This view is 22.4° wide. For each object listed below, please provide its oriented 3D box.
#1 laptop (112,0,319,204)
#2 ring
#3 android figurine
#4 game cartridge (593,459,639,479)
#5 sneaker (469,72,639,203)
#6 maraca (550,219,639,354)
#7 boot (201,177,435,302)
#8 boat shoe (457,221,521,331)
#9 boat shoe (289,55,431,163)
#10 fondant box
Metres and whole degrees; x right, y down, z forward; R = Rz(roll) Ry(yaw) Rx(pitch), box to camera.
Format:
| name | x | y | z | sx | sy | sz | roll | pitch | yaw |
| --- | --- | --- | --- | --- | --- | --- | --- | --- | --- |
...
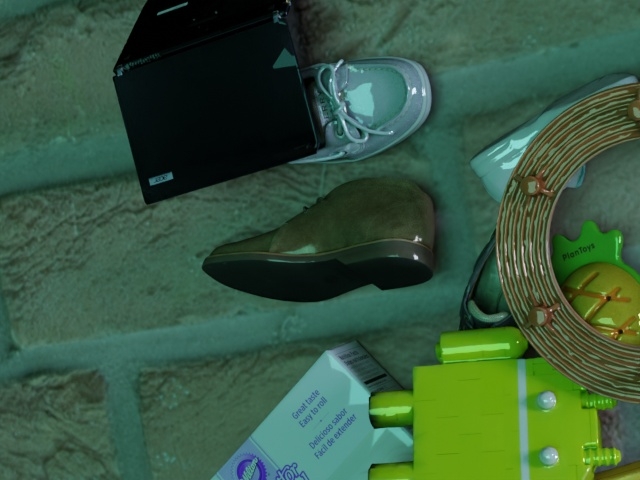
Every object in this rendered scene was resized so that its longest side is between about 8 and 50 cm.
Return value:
| name | x | y | z | sx | sy | sz | roll | pitch | yaw |
| --- | --- | --- | --- | --- | --- | --- | --- | --- | --- |
| laptop | -0.107 | -0.200 | 1.883 | 0.234 | 0.264 | 0.136 | -15 | 125 | 23 |
| ring | 0.339 | 0.002 | 1.666 | 0.336 | 0.032 | 0.336 | 0 | 91 | 24 |
| android figurine | 0.185 | 0.212 | 1.735 | 0.273 | 0.056 | 0.248 | -5 | 65 | 16 |
| game cartridge | 0.299 | 0.421 | 1.754 | 0.285 | 0.052 | 0.323 | -18 | 99 | 8 |
| sneaker | 0.273 | -0.105 | 1.773 | 0.212 | 0.080 | 0.094 | -32 | 95 | 30 |
| maraca | 0.304 | 0.072 | 1.757 | 0.127 | 0.099 | 0.185 | -26 | 74 | 31 |
| boot | 0.000 | 0.000 | 1.905 | 0.305 | 0.112 | 0.115 | -7 | 62 | 29 |
| boat shoe | 0.191 | 0.080 | 1.820 | 0.080 | 0.073 | 0.223 | 19 | 103 | 22 |
| boat shoe | -0.026 | -0.142 | 1.879 | 0.320 | 0.103 | 0.118 | -8 | 92 | 26 |
| fondant box | 0.063 | 0.318 | 1.893 | 0.330 | 0.096 | 0.238 | 46 | 111 | 15 |
